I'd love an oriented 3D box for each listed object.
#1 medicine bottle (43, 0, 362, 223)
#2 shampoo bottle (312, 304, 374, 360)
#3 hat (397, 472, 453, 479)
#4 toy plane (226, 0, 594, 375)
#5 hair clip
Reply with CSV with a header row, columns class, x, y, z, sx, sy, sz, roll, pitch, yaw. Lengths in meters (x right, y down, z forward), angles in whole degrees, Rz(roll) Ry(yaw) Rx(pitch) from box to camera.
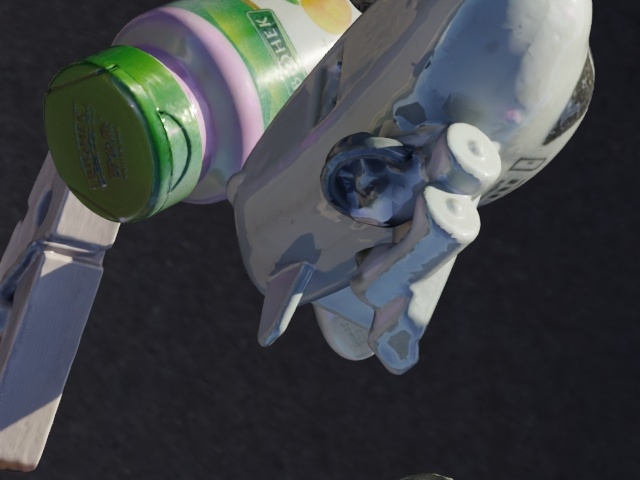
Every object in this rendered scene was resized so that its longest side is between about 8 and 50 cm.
class,x,y,z,sx,sy,sz,roll,pitch,yaw
medicine bottle,-0.049,-0.106,1.307,0.274,0.133,0.133,-29,118,-40
shampoo bottle,0.000,0.000,1.803,0.051,0.221,0.108,-24,144,6
hat,0.147,0.310,1.716,0.301,0.258,0.168,59,31,-21
toy plane,0.043,-0.049,0.985,0.123,0.267,0.266,25,90,-18
hair clip,-0.256,0.046,1.814,0.085,0.101,0.330,15,105,-26
